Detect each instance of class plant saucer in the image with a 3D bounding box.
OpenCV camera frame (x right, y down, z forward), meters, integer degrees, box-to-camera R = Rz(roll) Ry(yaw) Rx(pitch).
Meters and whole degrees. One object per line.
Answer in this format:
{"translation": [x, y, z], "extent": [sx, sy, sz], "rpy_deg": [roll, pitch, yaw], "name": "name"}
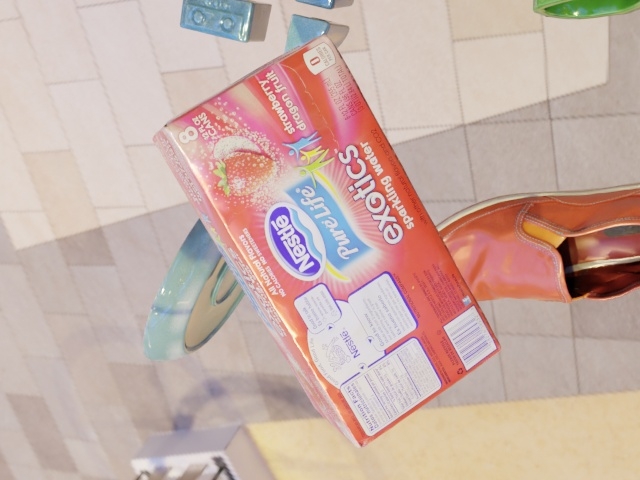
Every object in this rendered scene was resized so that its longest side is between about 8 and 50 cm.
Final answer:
{"translation": [-0.134, 0.037, 1.169], "extent": [0.043, 0.317, 0.318], "rpy_deg": [29, 129, 9], "name": "plant saucer"}

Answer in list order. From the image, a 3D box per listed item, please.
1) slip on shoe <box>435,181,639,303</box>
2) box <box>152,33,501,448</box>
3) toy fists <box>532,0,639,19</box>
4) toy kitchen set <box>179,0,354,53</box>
{"translation": [0.240, 0.016, 0.895], "extent": [0.331, 0.101, 0.123], "rpy_deg": [-10, 120, 27], "name": "slip on shoe"}
{"translation": [0.000, 0.000, 0.614], "extent": [0.257, 0.128, 0.122], "rpy_deg": [59, 168, -10], "name": "box"}
{"translation": [0.286, -0.264, 0.665], "extent": [0.279, 0.096, 0.142], "rpy_deg": [7, 94, 56], "name": "toy fists"}
{"translation": [-0.052, -0.296, 0.836], "extent": [0.166, 0.122, 0.207], "rpy_deg": [18, 106, 19], "name": "toy kitchen set"}
